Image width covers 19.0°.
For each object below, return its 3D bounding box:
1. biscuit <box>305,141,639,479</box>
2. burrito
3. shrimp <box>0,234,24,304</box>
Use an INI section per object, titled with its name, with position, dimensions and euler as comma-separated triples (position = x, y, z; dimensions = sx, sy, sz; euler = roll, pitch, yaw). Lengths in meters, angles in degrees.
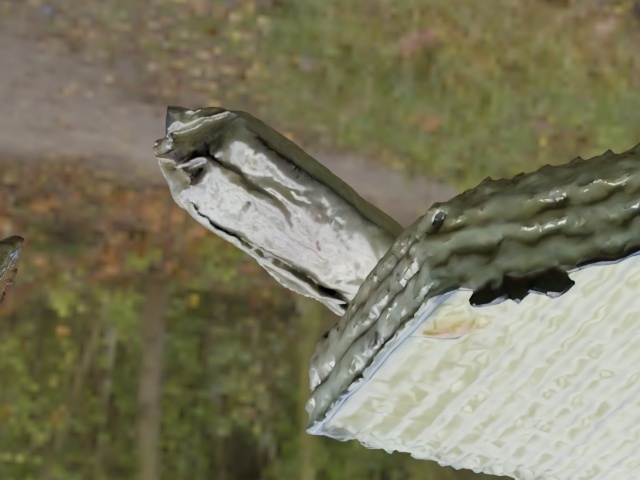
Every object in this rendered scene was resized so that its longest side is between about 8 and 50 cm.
[biscuit]
position = 0.134, 0.032, 0.506
dimensions = 0.250, 0.046, 0.147
euler = 13, 143, -18
[burrito]
position = 0.000, -0.001, 0.877
dimensions = 0.188, 0.058, 0.045
euler = 36, -170, -20
[shrimp]
position = -0.167, 0.106, 0.749
dimensions = 0.143, 0.251, 0.052
euler = 16, 160, 27
